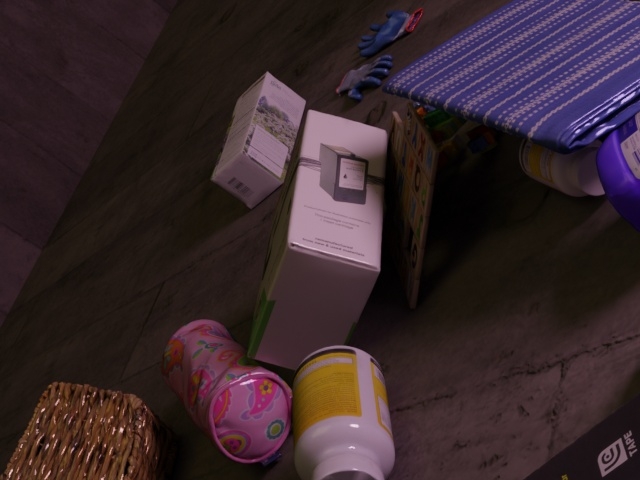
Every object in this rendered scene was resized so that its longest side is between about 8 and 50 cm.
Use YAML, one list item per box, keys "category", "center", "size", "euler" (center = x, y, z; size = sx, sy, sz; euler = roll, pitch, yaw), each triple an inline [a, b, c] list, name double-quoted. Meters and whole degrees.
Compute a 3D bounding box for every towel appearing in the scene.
- category: "towel"
  center: [0.244, -0.185, 1.201]
  size: [0.243, 0.040, 0.336]
  euler: [-32, 28, -15]

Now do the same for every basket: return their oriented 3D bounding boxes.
- category: "basket"
  center: [-0.310, 0.381, 1.593]
  size: [0.214, 0.223, 0.299]
  euler: [4, 54, 26]

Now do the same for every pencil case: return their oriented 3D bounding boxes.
- category: "pencil case"
  center: [-0.121, 0.190, 1.472]
  size: [0.124, 0.124, 0.284]
  euler: [-55, 23, -4]

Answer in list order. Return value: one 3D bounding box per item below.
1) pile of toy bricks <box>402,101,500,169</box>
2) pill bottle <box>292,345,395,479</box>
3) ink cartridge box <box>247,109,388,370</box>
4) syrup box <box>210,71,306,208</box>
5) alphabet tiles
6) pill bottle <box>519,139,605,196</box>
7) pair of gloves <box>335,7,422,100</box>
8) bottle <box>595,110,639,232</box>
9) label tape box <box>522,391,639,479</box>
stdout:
- category: "pile of toy bricks"
  center: [0.159, -0.144, 1.374]
  size: [0.212, 0.118, 0.105]
  euler: [-25, 16, 50]
- category: "pill bottle"
  center: [0.023, 0.200, 1.176]
  size: [0.103, 0.103, 0.184]
  euler: [-44, 23, 22]
- category: "ink cartridge box"
  center: [0.000, 0.000, 1.416]
  size: [0.272, 0.115, 0.198]
  euler: [-83, 11, -50]
- category: "syrup box"
  center: [-0.107, -0.180, 2.009]
  size: [0.096, 0.093, 0.237]
  euler: [-37, 27, 36]
- category: "alphabet tiles"
  center: [0.103, -0.061, 1.378]
  size: [0.237, 0.009, 0.198]
  euler: [-106, 19, -63]
- category: "pill bottle"
  center: [0.257, -0.081, 1.174]
  size: [0.065, 0.065, 0.116]
  euler: [-53, 23, 3]
- category: "pair of gloves"
  center: [0.091, -0.312, 1.904]
  size: [0.198, 0.023, 0.159]
  euler: [-60, 22, -16]
- category: "bottle"
  center: [0.369, -0.121, 0.972]
  size: [0.283, 0.092, 0.118]
  euler: [-42, 21, 27]
- category: "label tape box"
  center: [0.198, 0.253, 0.745]
  size: [0.334, 0.106, 0.240]
  euler: [-44, 23, 23]
